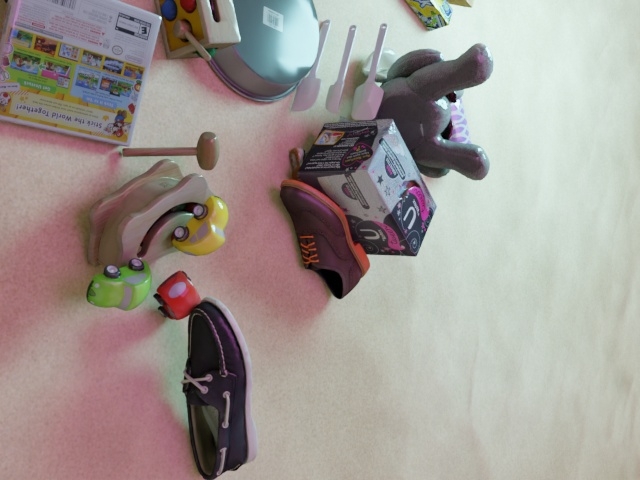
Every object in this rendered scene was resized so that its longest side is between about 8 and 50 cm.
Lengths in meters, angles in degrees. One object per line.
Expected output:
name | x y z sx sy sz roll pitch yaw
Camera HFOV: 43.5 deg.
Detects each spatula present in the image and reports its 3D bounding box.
spatula | 0.050 -0.339 1.574 0.019 0.168 0.242 71 29 -57

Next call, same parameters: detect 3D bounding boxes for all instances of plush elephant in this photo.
plush elephant | 0.200 -0.277 1.667 0.255 0.330 0.271 -68 150 -61

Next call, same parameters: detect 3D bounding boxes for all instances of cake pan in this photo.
cake pan | -0.106 -0.403 1.468 0.293 0.054 0.293 8 78 -46

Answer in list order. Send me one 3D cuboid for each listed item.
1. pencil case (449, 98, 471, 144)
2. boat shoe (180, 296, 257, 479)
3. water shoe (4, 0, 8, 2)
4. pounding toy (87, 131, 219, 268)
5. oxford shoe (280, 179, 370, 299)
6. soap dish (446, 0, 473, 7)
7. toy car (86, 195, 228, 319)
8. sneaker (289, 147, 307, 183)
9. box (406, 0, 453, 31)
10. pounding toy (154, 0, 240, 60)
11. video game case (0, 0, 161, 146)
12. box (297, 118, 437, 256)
pencil case | 0.299 -0.275 1.881 0.086 0.088 0.206 -17 99 -41
boat shoe | -0.167 0.238 1.249 0.091 0.114 0.302 -24 113 -38
water shoe | -0.408 -0.365 1.117 0.080 0.073 0.203 -50 120 -36
pounding toy | -0.256 -0.049 1.248 0.269 0.155 0.154 -40 143 -33
oxford shoe | 0.000 0.000 1.508 0.271 0.097 0.098 52 56 -30
soap dish | 0.302 -0.734 1.924 0.229 0.118 0.290 29 63 -42
toy car | -0.233 0.056 1.158 0.225 0.053 0.239 -20 143 -50
sneaker | -0.034 -0.136 1.532 0.037 0.032 0.083 -1 86 -48
box | 0.240 -0.571 1.876 0.169 0.059 0.054 40 54 -38
pounding toy | -0.202 -0.349 1.300 0.100 0.130 0.141 -18 98 -48
video game case | -0.350 -0.255 1.151 0.227 0.026 0.206 8 100 -48
box | 0.097 -0.096 1.552 0.247 0.163 0.142 55 49 -40
